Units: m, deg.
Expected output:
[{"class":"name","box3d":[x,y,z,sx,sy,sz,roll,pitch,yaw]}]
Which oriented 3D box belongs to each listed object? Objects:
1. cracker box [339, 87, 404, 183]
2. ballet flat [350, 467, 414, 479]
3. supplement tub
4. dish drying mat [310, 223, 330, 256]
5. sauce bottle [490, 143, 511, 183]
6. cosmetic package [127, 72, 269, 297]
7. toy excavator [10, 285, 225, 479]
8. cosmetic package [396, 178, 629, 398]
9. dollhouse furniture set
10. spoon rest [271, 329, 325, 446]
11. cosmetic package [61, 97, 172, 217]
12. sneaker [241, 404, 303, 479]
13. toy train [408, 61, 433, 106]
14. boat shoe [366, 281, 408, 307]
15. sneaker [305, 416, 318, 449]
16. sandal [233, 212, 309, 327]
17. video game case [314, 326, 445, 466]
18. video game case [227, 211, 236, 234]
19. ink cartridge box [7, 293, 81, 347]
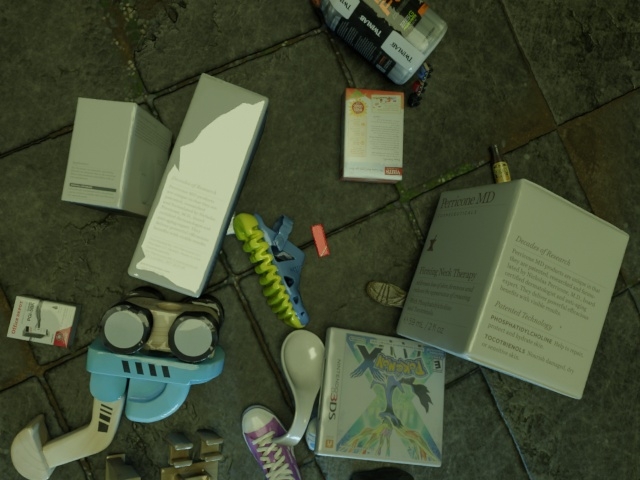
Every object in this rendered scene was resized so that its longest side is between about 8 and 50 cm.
[{"class":"cracker box","box3d":[0.132,-0.269,1.451,0.155,0.067,0.233,3,86,-9]},{"class":"ballet flat","box3d":[0.157,0.619,1.433,0.173,0.058,0.049,3,128,-9]},{"class":"supplement tub","box3d":[0.145,-0.562,1.403,0.316,0.193,0.194,37,82,-6]},{"class":"dish drying mat","box3d":[0.000,0.000,1.446,0.032,0.008,0.083,-15,90,-9]},{"class":"sauce bottle","box3d":[0.489,-0.198,1.522,0.042,0.042,0.128,-16,89,-10]},{"class":"cosmetic package","box3d":[-0.267,-0.113,1.272,0.161,0.230,0.454,20,84,-7]},{"class":"toy excavator","box3d":[-0.449,0.338,1.268,0.432,0.222,0.446,9,95,-8]},{"class":"cosmetic package","box3d":[0.441,0.109,1.331,0.327,0.329,0.394,22,82,-18]},{"class":"dollhouse furniture set","box3d":[-0.367,0.566,1.316,0.241,0.161,0.212,4,87,-32]},{"class":"spoon rest","box3d":[-0.050,0.352,1.351,0.137,0.084,0.277,23,64,-29]},{"class":"cosmetic package","box3d":[-0.448,-0.175,1.257,0.138,0.224,0.225,8,86,5]},{"class":"sneaker","box3d":[-0.101,0.532,1.329,0.102,0.161,0.282,-28,91,-8]},{"class":"toy train","box3d":[0.254,-0.399,1.436,0.036,0.158,0.027,-16,68,-14]},{"class":"boat shoe","box3d":[0.192,0.145,1.459,0.152,0.048,0.056,15,91,-2]},{"class":"sneaker","box3d":[0.074,0.477,1.410,0.237,0.085,0.086,-2,128,-18]},{"class":"sandal","box3d":[-0.091,0.062,1.375,0.138,0.126,0.318,-24,97,-27]},{"class":"video game case","box3d":[0.157,0.388,1.387,0.328,0.036,0.300,12,71,-16]},{"class":"video game case","box3d":[-0.312,-0.089,1.391,0.190,0.022,0.173,-9,89,-9]},{"class":"ink cartridge box","box3d":[-0.643,0.187,1.303,0.135,0.056,0.099,12,86,-9]}]
